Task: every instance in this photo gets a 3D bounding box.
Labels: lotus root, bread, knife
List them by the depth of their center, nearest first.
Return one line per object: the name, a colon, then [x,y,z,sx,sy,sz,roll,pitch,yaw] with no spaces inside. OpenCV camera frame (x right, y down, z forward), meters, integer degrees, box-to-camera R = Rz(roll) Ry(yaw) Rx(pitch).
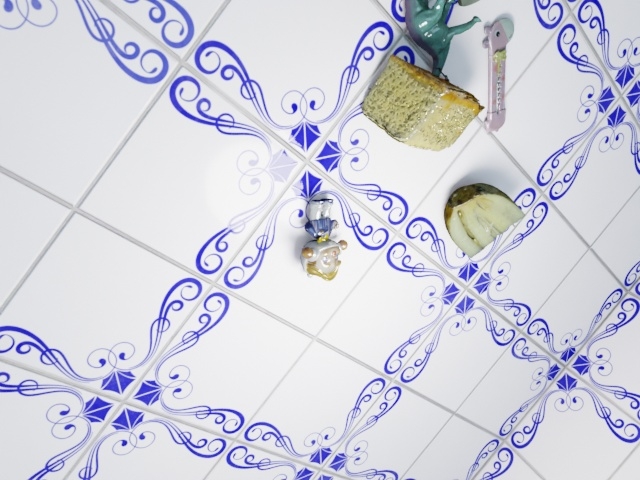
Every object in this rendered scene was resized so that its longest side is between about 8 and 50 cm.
bread: [0.330,-0.440,1.923,0.248,0.279,0.315,-57,159,20]
knife: [0.623,-0.567,2.087,0.132,0.038,0.399,-18,122,-17]
lotus root: [0.572,-0.107,2.237,0.260,0.149,0.267,34,114,-33]

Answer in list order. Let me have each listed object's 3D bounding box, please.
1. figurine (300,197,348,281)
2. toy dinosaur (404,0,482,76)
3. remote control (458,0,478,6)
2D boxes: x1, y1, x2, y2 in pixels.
figurine: [-0.007,-0.001,1.987,0.194,0.133,0.274,-39,124,-35]
toy dinosaur: [0.307,-0.621,1.862,0.383,0.129,0.331,22,111,-34]
remote control: [0.456,-0.876,1.836,0.123,0.038,0.285,-29,125,-13]
